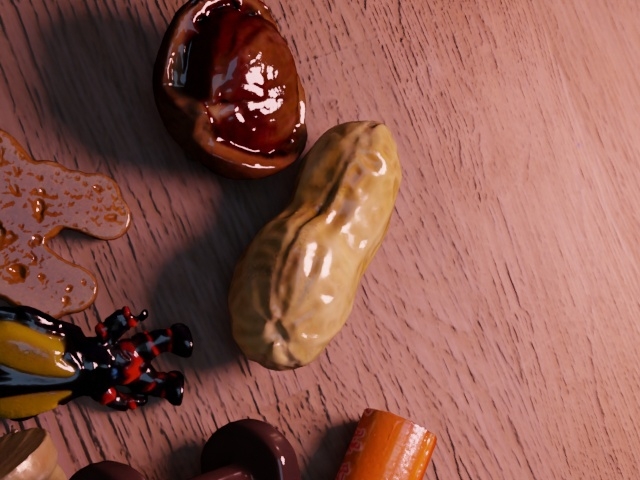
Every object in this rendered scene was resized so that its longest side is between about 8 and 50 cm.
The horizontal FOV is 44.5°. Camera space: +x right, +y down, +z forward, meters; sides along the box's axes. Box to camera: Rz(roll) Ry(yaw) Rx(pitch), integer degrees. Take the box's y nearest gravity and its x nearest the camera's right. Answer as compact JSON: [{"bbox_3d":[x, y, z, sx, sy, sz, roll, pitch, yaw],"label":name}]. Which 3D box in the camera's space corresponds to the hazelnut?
[{"bbox_3d":[-0.093,-0.164,0.863,0.170,0.160,0.201,-37,89,-20],"label":"hazelnut"}]

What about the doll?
[{"bbox_3d":[-0.260,0.127,0.805,0.249,0.088,0.127,8,80,-20],"label":"doll"}]

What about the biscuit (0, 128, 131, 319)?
[{"bbox_3d":[-0.358,-0.032,0.820,0.295,0.044,0.186,27,72,-14],"label":"biscuit"}]

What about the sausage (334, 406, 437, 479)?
[{"bbox_3d":[0.030,0.338,0.838,0.093,0.093,0.312,32,65,-11],"label":"sausage"}]

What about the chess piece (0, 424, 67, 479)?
[{"bbox_3d":[-0.271,0.342,0.764,0.137,0.137,0.300,-24,103,-19],"label":"chess piece"}]

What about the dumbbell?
[{"bbox_3d":[-0.129,0.261,0.759,0.225,0.124,0.140,-1,83,-52],"label":"dumbbell"}]

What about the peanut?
[{"bbox_3d":[0.000,0.000,0.875,0.147,0.147,0.305,35,72,-10],"label":"peanut"}]
